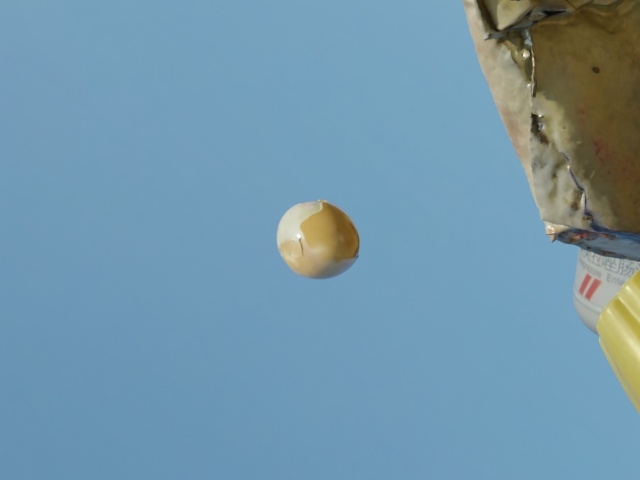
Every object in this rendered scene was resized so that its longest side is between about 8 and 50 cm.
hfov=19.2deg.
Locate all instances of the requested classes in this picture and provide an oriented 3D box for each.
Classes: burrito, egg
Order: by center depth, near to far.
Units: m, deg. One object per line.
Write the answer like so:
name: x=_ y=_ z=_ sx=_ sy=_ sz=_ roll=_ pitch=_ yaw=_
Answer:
burrito: x=0.227 y=-0.089 z=1.519 sx=0.175 sy=0.107 sz=0.348 roll=-30 pitch=-78 yaw=-14
egg: x=0.000 y=0.000 z=1.674 sx=0.071 sy=0.083 sz=0.071 roll=-2 pitch=-87 yaw=-29

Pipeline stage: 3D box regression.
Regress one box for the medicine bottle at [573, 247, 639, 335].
medicine bottle: x=0.447 y=-0.032 z=2.347 sx=0.245 sy=0.306 sz=0.245 roll=4 pitch=-164 yaw=-1

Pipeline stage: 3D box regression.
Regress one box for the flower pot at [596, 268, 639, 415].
flower pot: x=0.395 y=0.117 z=1.986 sx=0.195 sy=0.195 sz=0.179 roll=-4 pitch=-136 yaw=-44
